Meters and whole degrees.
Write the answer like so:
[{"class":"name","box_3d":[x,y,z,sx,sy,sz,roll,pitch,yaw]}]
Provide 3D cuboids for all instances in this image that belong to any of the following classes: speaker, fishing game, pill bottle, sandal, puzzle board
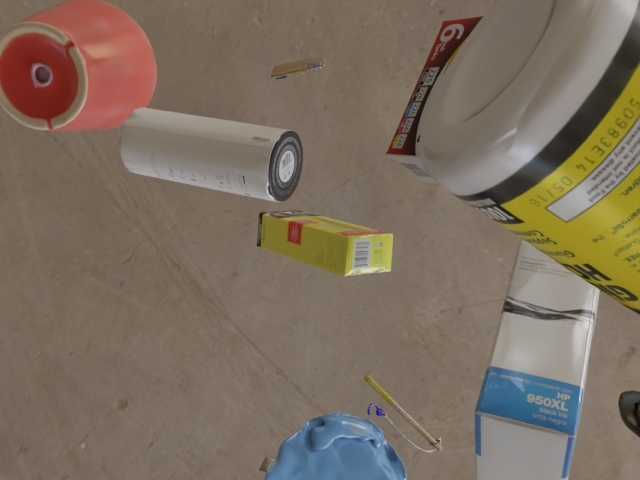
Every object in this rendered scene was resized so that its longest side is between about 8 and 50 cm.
[{"class":"speaker","box_3d":[-0.085,-0.067,0.566,0.136,0.055,0.055,12,87,23]},{"class":"fishing game","box_3d":[0.014,0.286,0.820,0.189,0.041,0.264,41,69,-16]},{"class":"pill bottle","box_3d":[0.253,-0.042,0.530,0.333,0.188,0.188,31,84,-14]},{"class":"sandal","box_3d":[0.683,0.379,1.462,0.097,0.254,0.055,-9,119,-6]},{"class":"puzzle board","box_3d":[-0.040,-0.315,1.346,0.096,0.128,0.011,-11,111,3]}]

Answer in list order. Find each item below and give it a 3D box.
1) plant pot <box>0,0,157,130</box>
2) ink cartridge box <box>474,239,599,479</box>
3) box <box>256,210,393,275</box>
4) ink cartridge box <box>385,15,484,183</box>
[{"class":"plant pot","box_3d":[-0.488,-0.330,1.431,0.274,0.243,0.275,3,108,8]},{"class":"ink cartridge box","box_3d":[0.409,0.239,1.374,0.166,0.286,0.395,9,51,20]},{"class":"box","box_3d":[0.000,0.000,1.083,0.087,0.232,0.058,-4,102,-34]},{"class":"ink cartridge box","box_3d":[0.309,-0.264,1.399,0.130,0.271,0.310,30,79,-37]}]
